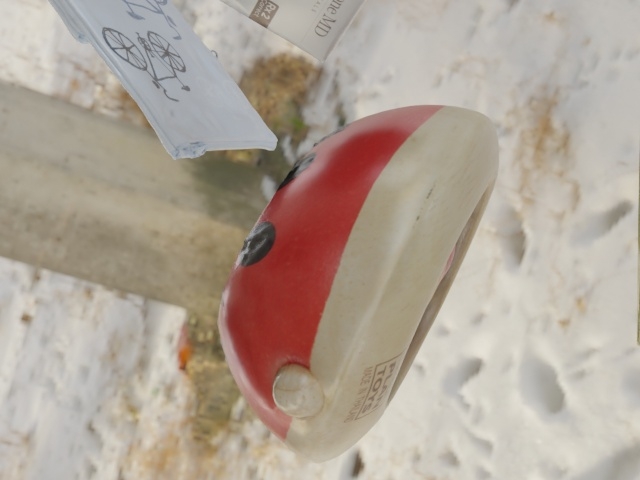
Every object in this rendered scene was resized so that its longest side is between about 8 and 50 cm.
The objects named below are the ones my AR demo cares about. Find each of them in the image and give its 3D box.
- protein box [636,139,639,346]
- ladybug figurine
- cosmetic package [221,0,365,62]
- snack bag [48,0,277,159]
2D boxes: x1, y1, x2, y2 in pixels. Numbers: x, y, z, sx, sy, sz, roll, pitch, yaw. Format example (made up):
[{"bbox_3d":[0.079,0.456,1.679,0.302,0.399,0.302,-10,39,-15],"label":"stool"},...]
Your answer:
[{"bbox_3d":[0.306,-0.021,0.870,0.200,0.136,0.201,65,-153,-88],"label":"protein box"},{"bbox_3d":[0.033,0.018,1.144,0.305,0.162,0.449,-70,-9,27],"label":"ladybug figurine"},{"bbox_3d":[-0.020,-0.298,1.176,0.151,0.183,0.151,-51,11,53],"label":"cosmetic package"},{"bbox_3d":[-0.198,-0.224,1.445,0.037,0.342,0.323,-40,-6,16],"label":"snack bag"}]
